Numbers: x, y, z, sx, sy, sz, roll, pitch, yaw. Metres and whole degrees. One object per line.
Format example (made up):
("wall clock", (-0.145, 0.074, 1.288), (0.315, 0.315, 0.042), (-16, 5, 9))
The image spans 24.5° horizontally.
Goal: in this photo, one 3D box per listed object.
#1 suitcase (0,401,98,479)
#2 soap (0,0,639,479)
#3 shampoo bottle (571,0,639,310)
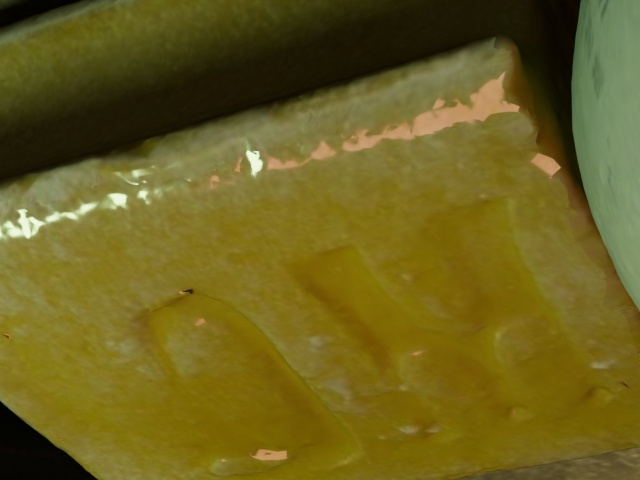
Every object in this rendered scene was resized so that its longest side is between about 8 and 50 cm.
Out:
("suitcase", (-0.288, 0.172, 0.896), (0.339, 0.188, 0.345), (19, 133, -42))
("soap", (0.000, 0.000, 0.715), (0.335, 0.156, 0.293), (-12, 142, 22))
("shampoo bottle", (0.247, -0.074, 0.458), (0.323, 0.322, 0.317), (14, 147, -10))
